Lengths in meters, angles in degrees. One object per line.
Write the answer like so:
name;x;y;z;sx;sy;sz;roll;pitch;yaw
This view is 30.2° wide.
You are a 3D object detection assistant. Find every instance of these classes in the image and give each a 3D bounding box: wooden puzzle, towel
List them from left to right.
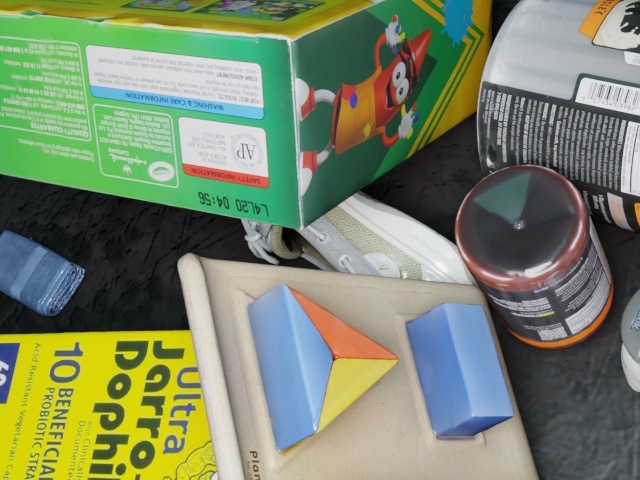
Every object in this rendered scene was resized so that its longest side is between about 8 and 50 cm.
towel;-0.316;0.037;1.298;0.119;0.029;0.067;25;77;31
wooden puzzle;0.069;0.161;0.856;0.080;0.347;0.322;-33;60;38

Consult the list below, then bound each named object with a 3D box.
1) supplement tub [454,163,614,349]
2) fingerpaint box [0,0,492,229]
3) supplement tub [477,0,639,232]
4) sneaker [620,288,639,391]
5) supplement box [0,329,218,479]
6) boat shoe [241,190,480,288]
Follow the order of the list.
supplement tub;0.183;0.025;0.981;0.106;0.198;0.106;-9;62;18
fingerpaint box;-0.112;-0.173;1.115;0.444;0.163;0.371;10;27;28
supplement tub;0.304;-0.093;0.964;0.316;0.193;0.194;17;73;30
sneaker;0.375;0.103;0.915;0.297;0.129;0.111;16;69;10
supplement box;-0.125;0.200;1.031;0.356;0.195;0.194;-3;64;22
boat shoe;0.002;0.002;1.127;0.320;0.118;0.103;29;77;25
